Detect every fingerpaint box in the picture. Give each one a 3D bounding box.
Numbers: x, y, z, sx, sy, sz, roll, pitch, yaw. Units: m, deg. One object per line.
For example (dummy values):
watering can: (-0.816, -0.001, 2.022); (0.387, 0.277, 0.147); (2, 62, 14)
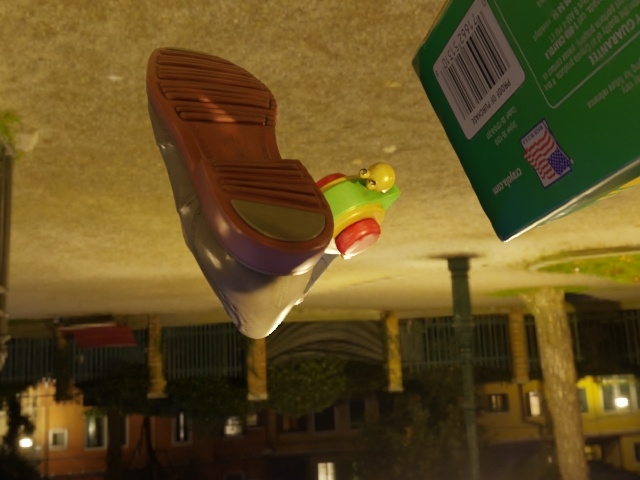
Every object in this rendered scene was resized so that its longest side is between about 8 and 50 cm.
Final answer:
fingerpaint box: (0.292, -0.180, 0.335); (0.371, 0.163, 0.445); (-22, 170, -14)

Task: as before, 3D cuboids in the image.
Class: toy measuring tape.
toy measuring tape: (0.000, 0.000, 1.055); (0.121, 0.121, 0.330); (4, 141, -36)

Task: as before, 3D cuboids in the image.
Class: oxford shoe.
oxford shoe: (-0.114, -0.072, 0.738); (0.141, 0.397, 0.146); (3, 129, -24)
